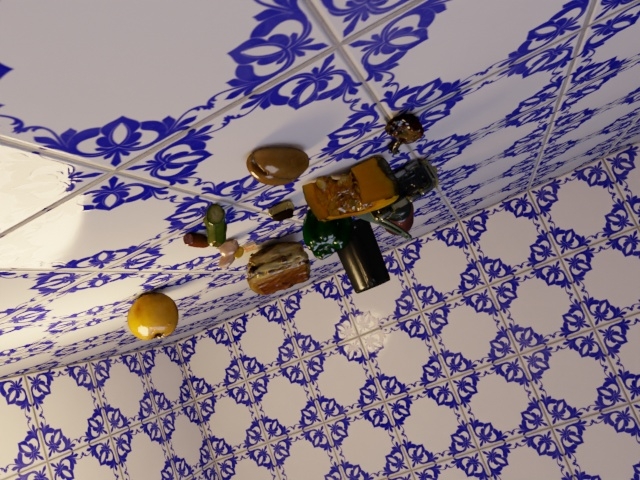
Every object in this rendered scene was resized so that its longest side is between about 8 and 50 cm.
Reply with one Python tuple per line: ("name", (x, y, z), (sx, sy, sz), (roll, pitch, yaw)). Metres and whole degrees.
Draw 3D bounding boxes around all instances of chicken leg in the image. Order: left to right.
("chicken leg", (0.223, -0.284, 1.417), (0.105, 0.051, 0.253), (-16, 171, 5))

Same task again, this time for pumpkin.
("pumpkin", (0.111, -0.155, 1.596), (0.280, 0.139, 0.190), (-15, 172, -45))

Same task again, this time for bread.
("bread", (-0.183, 0.102, 2.232), (0.277, 0.167, 0.324), (-21, 161, -2))
("bread", (-0.097, -0.175, 1.269), (0.114, 0.078, 0.189), (-24, 173, 34))

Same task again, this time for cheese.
("cheese", (-0.116, -0.092, 1.743), (0.086, 0.036, 0.162), (-26, 169, 7))

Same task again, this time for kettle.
("kettle", (0.197, 0.066, 2.411), (0.203, 0.308, 0.262), (-18, 169, -25))

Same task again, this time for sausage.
("sausage", (-0.387, 0.001, 1.667), (0.041, 0.039, 0.131), (-31, 169, 11))

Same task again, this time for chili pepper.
("chili pepper", (0.021, -0.054, 1.890), (0.165, 0.261, 0.174), (28, 127, -21))

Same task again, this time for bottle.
("bottle", (0.319, -0.120, 2.208), (0.143, 0.144, 0.336), (-22, 167, 5))

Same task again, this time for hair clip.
("hair clip", (0.253, -0.070, 2.091), (0.083, 0.275, 0.048), (-1, 114, -56))

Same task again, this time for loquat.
("loquat", (-0.695, 0.318, 2.209), (0.207, 0.208, 0.208), (-21, 169, -4))

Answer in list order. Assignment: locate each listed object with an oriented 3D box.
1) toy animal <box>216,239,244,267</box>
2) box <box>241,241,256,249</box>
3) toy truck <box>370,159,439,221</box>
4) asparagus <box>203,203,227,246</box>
("toy animal", (-0.334, 0.038, 1.886), (0.114, 0.082, 0.091), (-39, -150, 9))
("box", (-0.280, 0.028, 2.077), (0.058, 0.015, 0.093), (-19, 170, -7))
("toy truck", (0.297, -0.184, 1.883), (0.272, 0.124, 0.157), (-32, 176, 32))
("asparagus", (-0.310, -0.038, 1.566), (0.067, 0.060, 0.278), (-9, 167, -10))
